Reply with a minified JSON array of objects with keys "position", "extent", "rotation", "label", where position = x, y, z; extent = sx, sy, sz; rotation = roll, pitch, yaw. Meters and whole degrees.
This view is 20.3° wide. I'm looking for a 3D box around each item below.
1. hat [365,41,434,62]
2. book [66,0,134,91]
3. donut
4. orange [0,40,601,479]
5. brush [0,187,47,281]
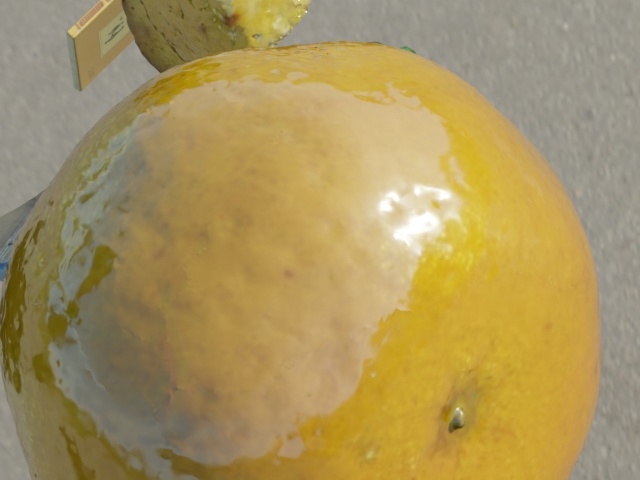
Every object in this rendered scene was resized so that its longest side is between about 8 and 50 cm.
[{"position":[0.000,0.000,1.571],"extent":[0.274,0.332,0.242],"rotation":[-14,59,-20],"label":"hat"},{"position":[-0.182,-0.229,1.746],"extent":[0.012,0.118,0.172],"rotation":[40,71,12],"label":"book"},{"position":[-0.017,-0.233,1.050],"extent":[0.295,0.151,0.112],"rotation":[-49,35,-3],"label":"donut"},{"position":[-0.008,0.025,0.449],"extent":[0.136,0.159,0.159],"rotation":[21,65,48],"label":"orange"},{"position":[-0.166,-0.003,0.913],"extent":[0.196,0.021,0.070],"rotation":[-6,41,39],"label":"brush"}]
